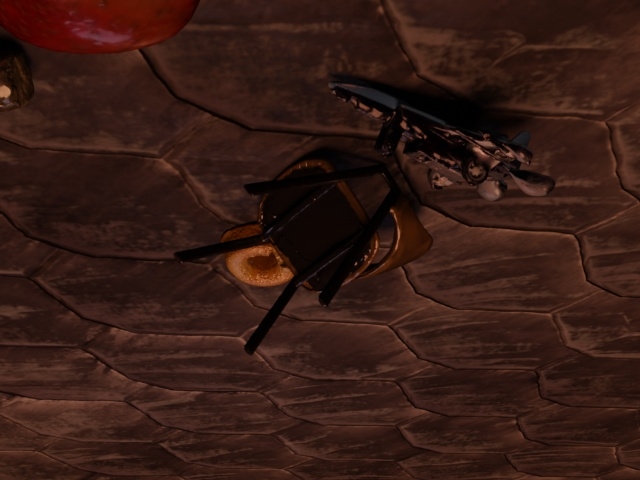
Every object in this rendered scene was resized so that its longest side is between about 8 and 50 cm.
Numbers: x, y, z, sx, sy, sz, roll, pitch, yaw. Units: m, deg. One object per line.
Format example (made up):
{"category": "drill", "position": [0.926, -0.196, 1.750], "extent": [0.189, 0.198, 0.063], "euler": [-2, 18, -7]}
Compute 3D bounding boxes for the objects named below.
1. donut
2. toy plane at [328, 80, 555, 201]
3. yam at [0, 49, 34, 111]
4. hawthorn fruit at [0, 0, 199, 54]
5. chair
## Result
{"category": "donut", "position": [-0.076, 0.021, 1.172], "extent": [0.097, 0.043, 0.108], "euler": [-20, 141, 26]}
{"category": "toy plane", "position": [0.113, -0.100, 0.943], "extent": [0.246, 0.078, 0.169], "euler": [15, 173, -24]}
{"category": "yam", "position": [-0.394, -0.136, 0.855], "extent": [0.253, 0.061, 0.061], "euler": [-5, 150, 5]}
{"category": "hawthorn fruit", "position": [-0.143, -0.215, 0.635], "extent": [0.200, 0.179, 0.179], "euler": [0, 151, -24]}
{"category": "chair", "position": [0.000, 0.000, 1.039], "extent": [0.247, 0.172, 0.159], "euler": [-35, 178, -46]}
